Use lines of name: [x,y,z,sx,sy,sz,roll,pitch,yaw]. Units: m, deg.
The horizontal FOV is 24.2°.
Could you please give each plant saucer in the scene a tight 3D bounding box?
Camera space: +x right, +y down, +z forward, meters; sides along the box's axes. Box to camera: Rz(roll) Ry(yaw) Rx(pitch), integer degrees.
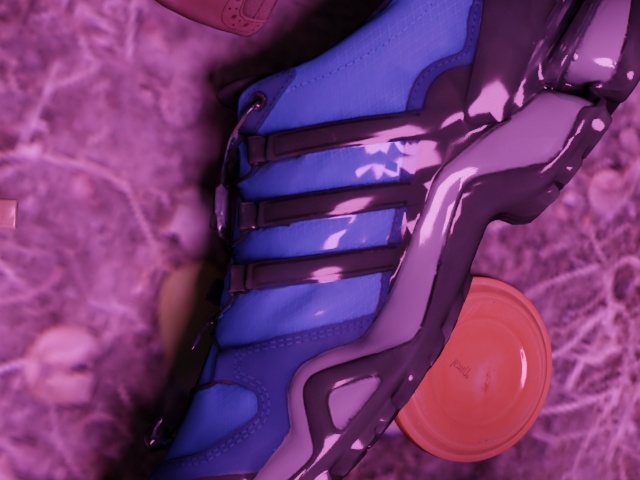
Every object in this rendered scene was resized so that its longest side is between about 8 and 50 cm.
plant saucer: [0.068,0.057,0.663,0.083,0.013,0.084,-2,94,-24]

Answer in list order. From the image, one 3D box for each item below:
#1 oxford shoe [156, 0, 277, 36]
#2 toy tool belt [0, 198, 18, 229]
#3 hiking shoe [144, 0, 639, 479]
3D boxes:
oxford shoe: [0.003,-0.208,0.582,0.098,0.097,0.271,34,87,-37]
toy tool belt: [-0.148,0.012,0.541,0.051,0.052,0.083,28,83,-15]
hiking shoe: [0.000,0.000,0.595,0.132,0.113,0.304,36,82,6]
